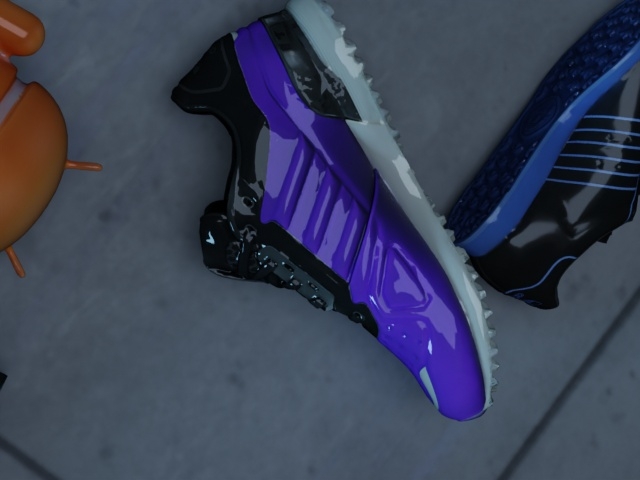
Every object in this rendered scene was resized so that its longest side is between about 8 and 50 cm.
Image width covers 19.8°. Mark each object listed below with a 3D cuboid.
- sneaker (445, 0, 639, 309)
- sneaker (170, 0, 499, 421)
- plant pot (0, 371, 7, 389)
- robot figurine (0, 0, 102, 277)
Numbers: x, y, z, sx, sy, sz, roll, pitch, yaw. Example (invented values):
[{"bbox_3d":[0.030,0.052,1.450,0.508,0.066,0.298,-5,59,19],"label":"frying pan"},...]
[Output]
[{"bbox_3d":[0.183,-0.061,1.217,0.090,0.081,0.232,41,86,-22],"label":"sneaker"},{"bbox_3d":[0.000,0.000,1.169,0.146,0.102,0.293,-28,94,-6],"label":"sneaker"},{"bbox_3d":[-0.328,0.102,1.064,0.234,0.166,0.165,29,86,-6],"label":"plant pot"},{"bbox_3d":[-0.245,-0.070,1.089,0.219,0.128,0.158,34,58,-12],"label":"robot figurine"}]
